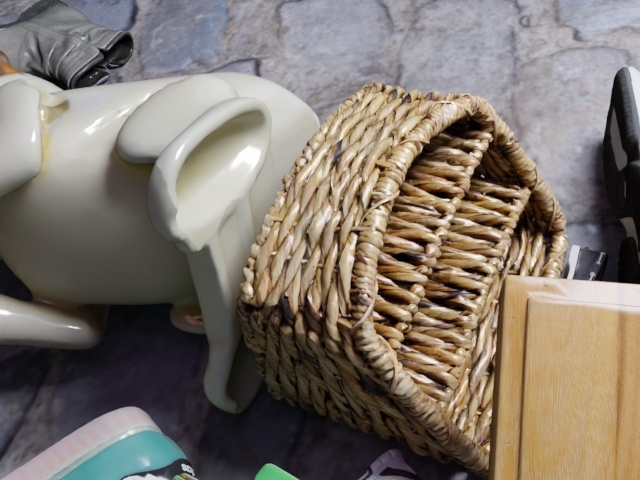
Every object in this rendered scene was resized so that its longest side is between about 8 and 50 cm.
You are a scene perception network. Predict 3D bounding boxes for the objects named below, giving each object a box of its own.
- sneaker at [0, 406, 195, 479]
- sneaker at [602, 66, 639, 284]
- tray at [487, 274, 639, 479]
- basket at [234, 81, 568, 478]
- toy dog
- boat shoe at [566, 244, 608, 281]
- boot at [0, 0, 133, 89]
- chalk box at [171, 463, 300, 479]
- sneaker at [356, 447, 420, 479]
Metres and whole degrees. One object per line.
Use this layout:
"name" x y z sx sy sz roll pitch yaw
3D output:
"sneaker" -0.226 0.257 0.562 0.302 0.108 0.121 -37 50 -23
"sneaker" 0.402 -0.004 0.651 0.258 0.169 0.447 3 48 13
"tray" 0.199 0.232 0.442 0.203 0.076 0.410 4 74 11
"basket" 0.094 0.010 0.656 0.223 0.213 0.299 16 54 22
"toy dog" -0.227 -0.071 0.736 0.408 0.284 0.395 9 51 18
"boat shoe" 0.250 0.054 0.708 0.038 0.046 0.125 8 43 21
"boot" -0.394 -0.247 1.043 0.161 0.083 0.246 30 61 22
"chalk box" -0.069 0.264 0.520 0.132 0.132 0.213 22 55 26
"sneaker" 0.037 0.216 0.602 0.109 0.040 0.044 -36 56 -20
